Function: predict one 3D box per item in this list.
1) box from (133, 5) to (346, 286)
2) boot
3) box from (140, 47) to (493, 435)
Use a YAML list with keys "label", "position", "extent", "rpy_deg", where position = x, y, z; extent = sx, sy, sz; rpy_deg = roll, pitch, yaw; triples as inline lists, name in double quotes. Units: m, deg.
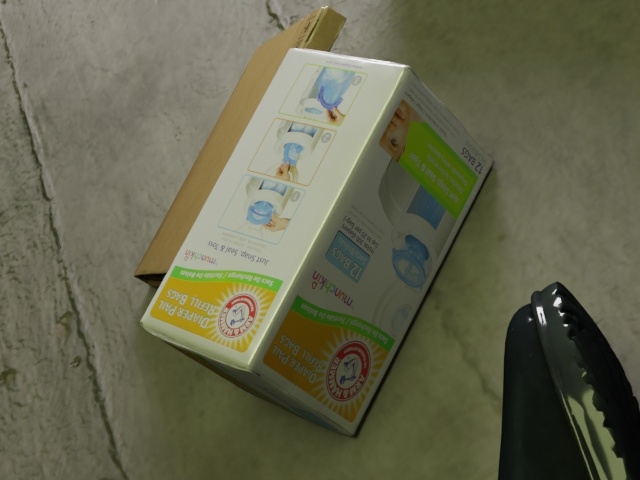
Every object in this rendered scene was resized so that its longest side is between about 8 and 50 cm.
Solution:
- label: "box"
  position: [-0.060, -0.060, 0.962]
  extent: [0.201, 0.021, 0.164]
  rpy_deg: [-63, 15, -11]
- label: "boot"
  position: [0.075, 0.161, 0.700]
  extent: [0.207, 0.094, 0.246]
  rpy_deg: [-26, 55, 19]
- label: "box"
  position: [0.000, 0.000, 0.855]
  extent: [0.103, 0.114, 0.203]
  rpy_deg: [17, 73, 43]
